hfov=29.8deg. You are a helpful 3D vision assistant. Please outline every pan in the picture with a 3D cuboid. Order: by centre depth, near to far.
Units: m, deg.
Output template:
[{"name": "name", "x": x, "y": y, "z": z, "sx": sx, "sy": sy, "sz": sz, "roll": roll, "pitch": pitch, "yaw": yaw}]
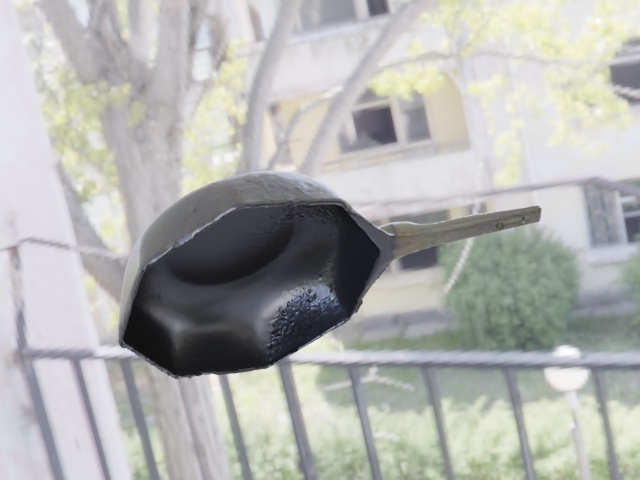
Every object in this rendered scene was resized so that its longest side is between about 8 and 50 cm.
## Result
[{"name": "pan", "x": -0.004, "y": 0.011, "z": 0.609, "sx": 0.201, "sy": 0.048, "sz": 0.128, "roll": -2, "pitch": -39, "yaw": -27}]
